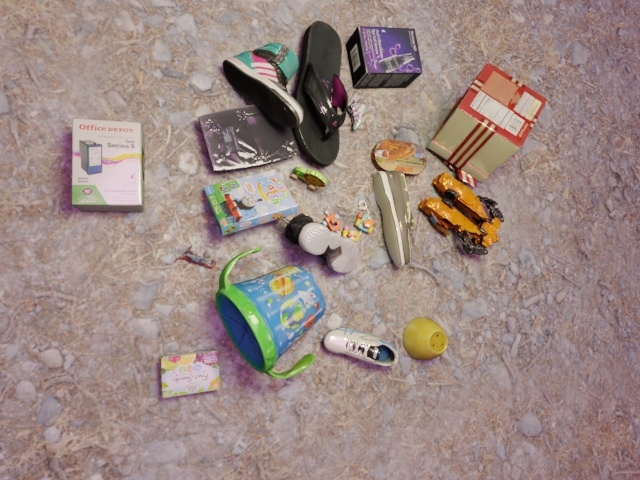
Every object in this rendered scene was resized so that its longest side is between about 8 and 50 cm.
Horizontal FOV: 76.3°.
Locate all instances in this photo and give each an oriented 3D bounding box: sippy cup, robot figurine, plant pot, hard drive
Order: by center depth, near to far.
[{"bbox_3d":[-0.117,0.180,1.059,0.224,0.240,0.306,-30,133,-30],"label":"sippy cup"},{"bbox_3d":[-0.202,-0.291,1.158,0.254,0.054,0.172,-16,90,-21],"label":"hard drive"},{"bbox_3d":[0.338,0.308,1.257,0.134,0.095,0.135,2,84,-19],"label":"plant pot"},{"bbox_3d":[0.476,-0.084,1.354,0.291,0.085,0.211,37,74,-11],"label":"robot figurine"}]

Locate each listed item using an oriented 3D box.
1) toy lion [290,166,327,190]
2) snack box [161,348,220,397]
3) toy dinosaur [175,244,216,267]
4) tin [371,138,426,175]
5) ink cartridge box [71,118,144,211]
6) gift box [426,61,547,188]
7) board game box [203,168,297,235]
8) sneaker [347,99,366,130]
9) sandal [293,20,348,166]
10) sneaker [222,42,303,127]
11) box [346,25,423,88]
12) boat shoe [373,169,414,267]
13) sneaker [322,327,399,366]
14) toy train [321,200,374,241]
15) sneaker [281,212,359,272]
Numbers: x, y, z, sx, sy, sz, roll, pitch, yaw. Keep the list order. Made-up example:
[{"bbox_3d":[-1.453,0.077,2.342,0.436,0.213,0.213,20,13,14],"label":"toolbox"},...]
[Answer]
[{"bbox_3d":[-0.031,-0.184,1.183,0.100,0.096,0.034,29,75,-13],"label":"toy lion"},{"bbox_3d":[-0.334,0.341,1.051,0.141,0.037,0.101,-3,86,-19],"label":"snack box"},{"bbox_3d":[-0.325,0.050,1.097,0.090,0.047,0.082,-35,107,14],"label":"toy dinosaur"},{"bbox_3d":[0.255,-0.267,1.324,0.189,0.040,0.106,5,79,-18],"label":"tin"},{"bbox_3d":[-0.524,-0.183,1.015,0.154,0.093,0.213,0,82,-18],"label":"ink cartridge box"},{"bbox_3d":[0.528,-0.343,1.305,0.276,0.258,0.255,39,71,4],"label":"gift box"},{"bbox_3d":[-0.190,-0.109,1.108,0.211,0.039,0.160,-18,55,-21],"label":"board game box"},{"bbox_3d":[0.100,-0.399,1.286,0.069,0.038,0.098,24,68,-14],"label":"sneaker"},{"bbox_3d":[0.010,-0.446,1.200,0.167,0.107,0.447,6,81,-37],"label":"sandal"},{"bbox_3d":[-0.113,-0.447,1.142,0.295,0.124,0.178,43,67,17],"label":"sneaker"},{"bbox_3d":[0.203,-0.581,1.302,0.206,0.108,0.153,-10,87,-19],"label":"box"},{"bbox_3d":[0.242,-0.071,1.259,0.091,0.109,0.305,-9,83,-15],"label":"boat shoe"},{"bbox_3d":[0.122,0.311,1.188,0.237,0.086,0.085,17,80,-15],"label":"sneaker"},{"bbox_3d":[0.093,-0.056,1.238,0.166,0.046,0.125,-26,93,-19],"label":"toy train"},{"bbox_3d":[0.000,0.000,1.172,0.268,0.153,0.101,33,90,-49],"label":"sneaker"}]
